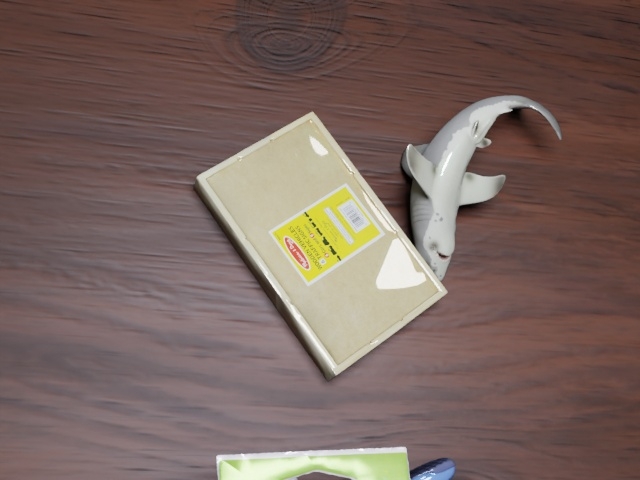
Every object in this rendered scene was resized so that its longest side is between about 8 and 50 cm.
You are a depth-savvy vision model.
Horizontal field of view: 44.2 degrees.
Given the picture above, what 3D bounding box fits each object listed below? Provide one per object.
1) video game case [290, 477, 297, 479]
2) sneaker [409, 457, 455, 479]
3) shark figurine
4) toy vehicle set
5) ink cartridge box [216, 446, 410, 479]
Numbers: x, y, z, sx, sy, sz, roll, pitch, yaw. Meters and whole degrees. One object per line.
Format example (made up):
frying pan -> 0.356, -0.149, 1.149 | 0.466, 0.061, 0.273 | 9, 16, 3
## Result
video game case -> -0.066, 0.357, 0.750 | 0.183, 0.023, 0.201 | -20, 77, -20
sneaker -> 0.086, 0.278, 0.802 | 0.144, 0.053, 0.059 | -37, 82, -14
shark figurine -> 0.158, -0.110, 0.940 | 0.278, 0.116, 0.166 | -52, 122, -16
toy vehicle set -> 0.000, 0.000, 0.889 | 0.166, 0.035, 0.267 | -32, 81, -22
ink cartridge box -> -0.005, 0.325, 0.712 | 0.189, 0.097, 0.255 | 1, 69, -14
